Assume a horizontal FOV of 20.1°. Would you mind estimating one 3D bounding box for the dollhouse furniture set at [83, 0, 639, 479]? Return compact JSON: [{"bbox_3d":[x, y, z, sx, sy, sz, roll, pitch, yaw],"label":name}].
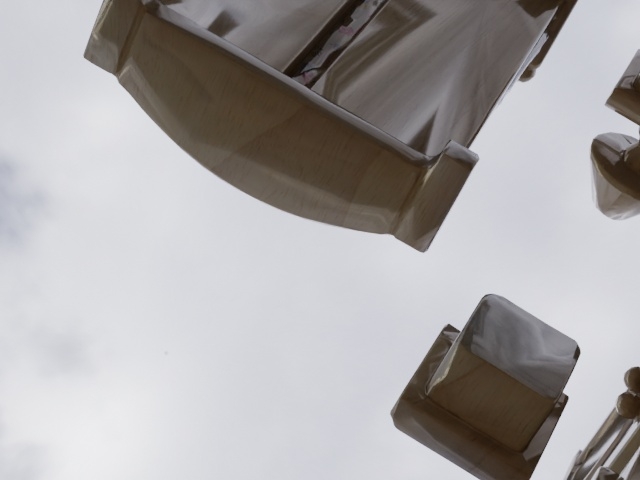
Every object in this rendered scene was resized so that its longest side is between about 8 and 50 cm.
[{"bbox_3d":[0.000,0.000,0.675,0.355,0.303,0.174,31,-55,5],"label":"dollhouse furniture set"}]
